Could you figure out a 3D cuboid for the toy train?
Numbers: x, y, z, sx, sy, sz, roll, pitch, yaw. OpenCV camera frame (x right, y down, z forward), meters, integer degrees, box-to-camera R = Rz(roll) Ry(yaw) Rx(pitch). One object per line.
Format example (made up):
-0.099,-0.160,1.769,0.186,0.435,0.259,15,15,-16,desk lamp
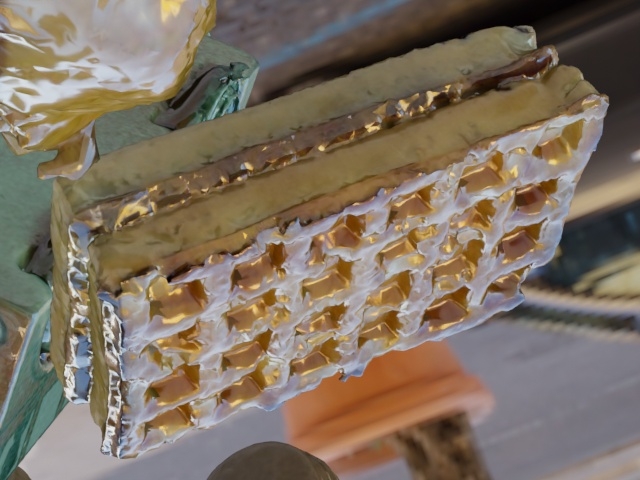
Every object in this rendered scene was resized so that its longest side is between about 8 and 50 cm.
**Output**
-0.131,-0.013,0.875,0.159,0.129,0.326,-65,176,31,toy train

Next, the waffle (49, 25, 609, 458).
0.000,0.000,0.518,0.148,0.042,0.102,-21,151,-20,waffle

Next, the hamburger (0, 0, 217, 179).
-0.118,-0.172,0.341,0.162,0.330,0.209,-16,176,-24,hamburger

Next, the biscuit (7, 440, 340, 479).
-0.167,0.281,1.230,0.394,0.368,0.076,5,152,31,biscuit
